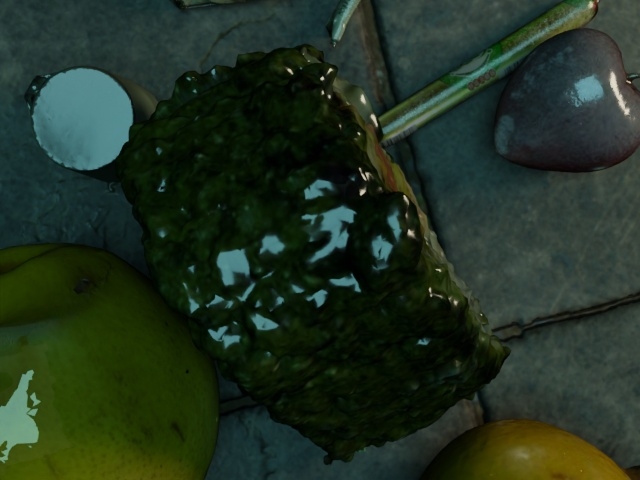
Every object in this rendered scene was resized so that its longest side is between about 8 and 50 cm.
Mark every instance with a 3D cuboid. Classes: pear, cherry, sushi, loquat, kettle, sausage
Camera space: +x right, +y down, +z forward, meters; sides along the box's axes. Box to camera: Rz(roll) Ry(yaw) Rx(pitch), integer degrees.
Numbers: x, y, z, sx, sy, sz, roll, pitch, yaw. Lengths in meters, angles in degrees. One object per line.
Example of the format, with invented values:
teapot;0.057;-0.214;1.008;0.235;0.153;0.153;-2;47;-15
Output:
pear;-0.213;0.167;0.889;0.285;0.285;0.336;-32;106;1
cherry;0.241;-0.093;0.959;0.148;0.115;0.188;-32;97;-19
sushi;0.000;0.000;0.842;0.178;0.352;0.294;-29;60;8
loquat;0.194;0.255;0.924;0.246;0.213;0.213;-23;92;-8
kettle;-0.187;-0.091;0.937;0.098;0.148;0.127;-28;92;0
sausage;0.151;-0.158;0.994;0.269;0.033;0.033;-32;91;0

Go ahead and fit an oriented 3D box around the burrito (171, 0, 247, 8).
burrito;-0.095;-0.244;0.987;0.149;0.041;0.055;1;78;3

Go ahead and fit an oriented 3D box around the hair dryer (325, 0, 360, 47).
hair dryer;0.133;-0.301;0.983;0.229;0.092;0.267;6;105;-6

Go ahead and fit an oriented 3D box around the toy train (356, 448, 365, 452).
toy train;0.025;0.155;0.992;0.033;0.053;0.083;-5;93;0
